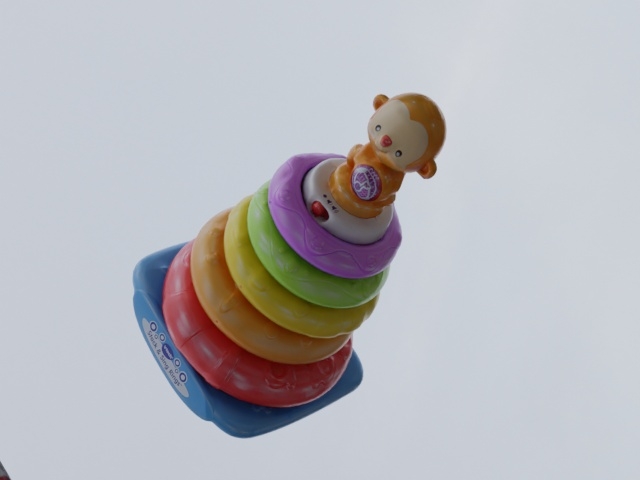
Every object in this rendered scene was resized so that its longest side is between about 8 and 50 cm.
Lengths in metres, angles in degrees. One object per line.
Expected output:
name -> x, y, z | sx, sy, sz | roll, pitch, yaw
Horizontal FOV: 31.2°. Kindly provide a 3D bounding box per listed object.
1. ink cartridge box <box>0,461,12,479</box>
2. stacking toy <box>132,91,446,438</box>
ink cartridge box -> -0.278, 0.098, 0.469 | 0.226, 0.306, 0.131 | -23, -20, -41
stacking toy -> 0.000, 0.000, 0.839 | 0.166, 0.175, 0.302 | -17, -23, -42
